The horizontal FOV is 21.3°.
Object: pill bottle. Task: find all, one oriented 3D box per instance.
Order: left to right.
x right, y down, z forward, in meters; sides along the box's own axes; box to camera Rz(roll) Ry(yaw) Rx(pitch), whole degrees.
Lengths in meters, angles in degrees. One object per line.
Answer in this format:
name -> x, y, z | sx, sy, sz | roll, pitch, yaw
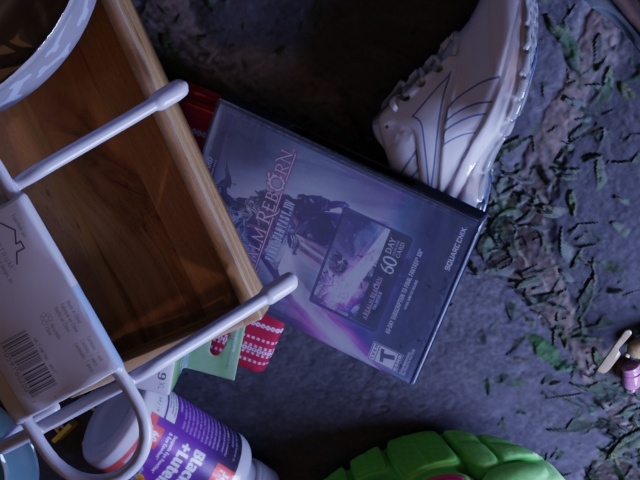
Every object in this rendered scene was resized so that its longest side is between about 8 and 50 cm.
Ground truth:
pill bottle -> -0.140, 0.228, 1.764 | 0.193, 0.108, 0.108 | 35, 116, -24

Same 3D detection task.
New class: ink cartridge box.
ink cartridge box -> -0.183, 0.085, 1.697 | 0.209, 0.062, 0.109 | 14, 115, 3

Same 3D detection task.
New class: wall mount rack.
wall mount rack -> -0.210, 0.028, 1.515 | 0.304, 0.130, 0.350 | -28, 96, 14

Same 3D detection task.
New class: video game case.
video game case -> 0.000, 0.000, 1.621 | 0.274, 0.026, 0.196 | 25, 120, 8

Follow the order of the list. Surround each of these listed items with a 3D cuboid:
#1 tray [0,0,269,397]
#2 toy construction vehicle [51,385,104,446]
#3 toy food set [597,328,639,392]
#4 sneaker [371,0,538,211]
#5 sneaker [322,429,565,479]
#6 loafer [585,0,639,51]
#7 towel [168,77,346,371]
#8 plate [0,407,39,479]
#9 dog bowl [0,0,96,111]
tray -> -0.225, -0.081, 1.593 | 0.202, 0.076, 0.411 | -23, 98, 10
toy construction vehicle -> -0.249, 0.197, 1.811 | 0.098, 0.035, 0.086 | 43, 113, -14
toy food set -> 0.344, 0.129, 1.715 | 0.122, 0.019, 0.078 | 24, 117, -14
sneaker -> 0.119, -0.121, 1.575 | 0.129, 0.111, 0.297 | 20, 116, 3
sneaker -> 0.060, 0.356, 1.797 | 0.482, 0.185, 0.202 | -27, 127, 22
loafer -> 0.307, -0.204, 1.518 | 0.267, 0.096, 0.084 | 42, 108, -11
towel -> -0.104, -0.011, 1.695 | 0.198, 0.031, 0.275 | 20, 117, -2
plate -> -0.402, 0.248, 1.862 | 0.188, 0.024, 0.188 | 3, 117, 6
dog bowl -> -0.347, -0.256, 1.484 | 0.348, 0.102, 0.349 | -2, 82, 14
